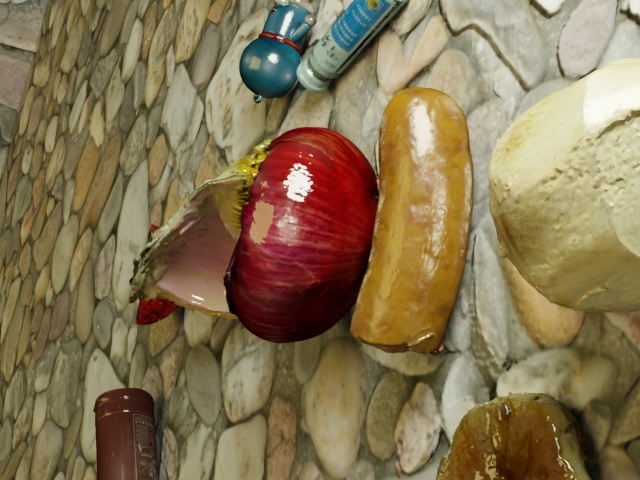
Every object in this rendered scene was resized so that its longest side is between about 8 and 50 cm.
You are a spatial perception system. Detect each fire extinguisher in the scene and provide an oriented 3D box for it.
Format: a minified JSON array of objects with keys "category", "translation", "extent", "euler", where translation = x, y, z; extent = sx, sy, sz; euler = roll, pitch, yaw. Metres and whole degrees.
[{"category":"fire extinguisher","translation":[-0.294,0.360,1.567],"extent":[0.105,0.105,0.269],"euler":[-47,41,42]}]

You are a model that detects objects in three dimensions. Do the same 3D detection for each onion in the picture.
[{"category":"onion","translation":[-0.011,0.000,1.121],"extent":[0.161,0.248,0.248],"euler":[31,109,28]}]

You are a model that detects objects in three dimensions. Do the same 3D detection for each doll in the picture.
[{"category":"doll","translation":[-0.060,-0.257,1.416],"extent":[0.114,0.085,0.152],"euler":[12,80,49]}]

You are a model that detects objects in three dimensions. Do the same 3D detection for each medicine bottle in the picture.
[{"category":"medicine bottle","translation":[0.037,-0.253,1.271],"extent":[0.191,0.051,0.051],"euler":[-41,46,46]}]

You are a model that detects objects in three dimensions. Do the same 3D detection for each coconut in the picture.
[{"category":"coconut","translation":[0.212,-0.035,0.763],"extent":[0.194,0.194,0.194],"euler":[-29,55,53]}]

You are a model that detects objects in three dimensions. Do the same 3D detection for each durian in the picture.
[{"category":"durian","translation":[-0.110,-0.033,1.360],"extent":[0.305,0.185,0.195],"euler":[-58,8,43]}]

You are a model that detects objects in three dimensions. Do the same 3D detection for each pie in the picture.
[{"category":"pie","translation":[0.166,0.218,0.878],"extent":[0.195,0.046,0.195],"euler":[-30,54,52]}]

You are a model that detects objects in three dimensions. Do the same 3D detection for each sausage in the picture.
[{"category":"sausage","translation":[0.095,-0.021,1.030],"extent":[0.109,0.109,0.270],"euler":[-5,76,59]}]

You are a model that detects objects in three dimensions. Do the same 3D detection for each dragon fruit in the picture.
[{"category":"dragon fruit","translation":[-0.239,0.048,1.624],"extent":[0.106,0.083,0.162],"euler":[-114,30,-76]}]
